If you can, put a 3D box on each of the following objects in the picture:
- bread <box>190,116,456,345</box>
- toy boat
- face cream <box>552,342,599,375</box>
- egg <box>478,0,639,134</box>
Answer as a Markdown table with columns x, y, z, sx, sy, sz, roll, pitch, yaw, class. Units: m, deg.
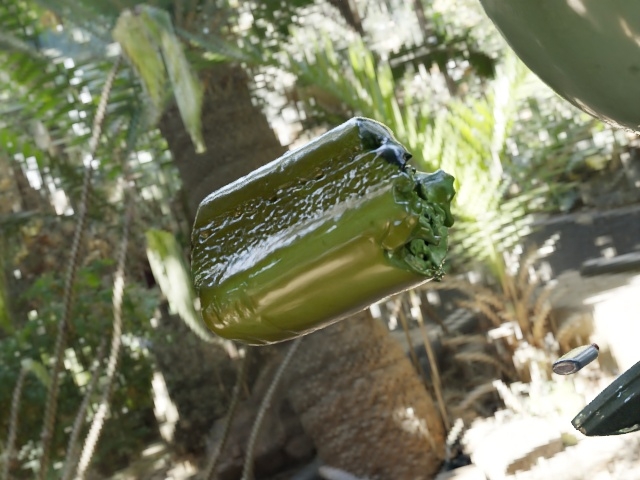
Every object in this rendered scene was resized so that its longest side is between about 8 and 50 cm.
| x | y | z | sx | sy | sz | roll | pitch | yaw | class |
| --- | --- | --- | --- | --- | --- | --- | --- | --- | --- |
| 0.000 | 0.000 | 1.432 | 0.376 | 0.251 | 0.208 | -24 | -41 | 25 | bread |
| 0.384 | 0.115 | 1.096 | 0.319 | 0.092 | 0.141 | -28 | -29 | -20 | toy boat |
| 0.320 | 0.145 | 1.301 | 0.040 | 0.021 | 0.083 | -18 | 1 | 42 | face cream |
| 0.275 | -0.257 | 0.919 | 0.276 | 0.389 | 0.276 | -38 | 20 | 17 | egg |
